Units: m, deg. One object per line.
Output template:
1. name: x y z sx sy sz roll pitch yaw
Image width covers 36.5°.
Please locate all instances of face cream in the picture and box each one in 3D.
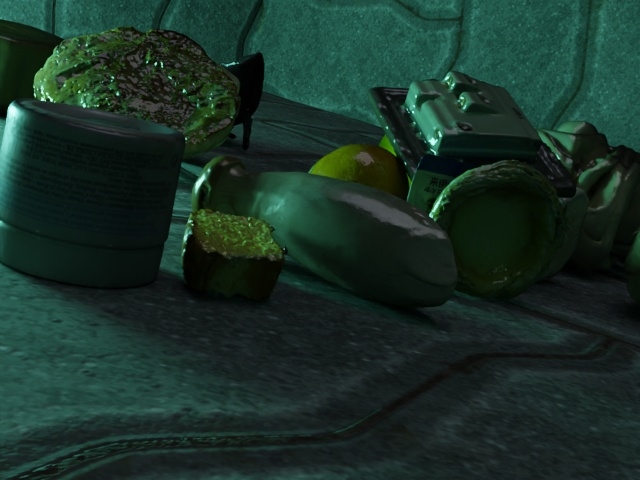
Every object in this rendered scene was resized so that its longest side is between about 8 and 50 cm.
1. face cream: -0.233 -0.051 0.969 0.177 0.153 0.177 14 10 -3

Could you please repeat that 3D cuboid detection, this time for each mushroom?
1. mushroom: 0.005 -0.014 1.147 0.350 0.128 0.128 17 11 22

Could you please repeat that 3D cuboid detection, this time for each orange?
1. orange: 0.054 -0.059 1.376 0.159 0.159 0.136 1 51 -48

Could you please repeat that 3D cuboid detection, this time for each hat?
1. hat: -0.262 -0.282 2.126 0.336 0.209 0.238 -18 8 -36

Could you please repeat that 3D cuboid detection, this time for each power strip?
1. power strip: 0.222 -0.165 1.408 0.251 0.092 0.257 6 37 -24

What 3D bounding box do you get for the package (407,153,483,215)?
1. package: 0.182 -0.028 1.315 0.171 0.173 0.027 10 29 -20

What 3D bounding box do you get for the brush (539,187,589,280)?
1. brush: 0.259 -0.028 1.450 0.266 0.174 0.166 -8 33 -42

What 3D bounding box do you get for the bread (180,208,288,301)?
1. bread: -0.097 0.015 1.039 0.103 0.065 0.187 12 10 -17

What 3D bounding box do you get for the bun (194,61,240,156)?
1. bun: -0.261 -0.261 1.771 0.231 0.231 0.133 19 -22 22

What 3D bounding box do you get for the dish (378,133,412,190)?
1. dish: 0.154 -0.092 1.663 0.108 0.221 0.262 -25 17 10

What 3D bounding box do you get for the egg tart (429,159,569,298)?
1. egg tart: 0.221 -0.019 1.268 0.197 0.197 0.078 10 14 -21

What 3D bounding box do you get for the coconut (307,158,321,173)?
1. coconut: 0.013 -0.095 1.671 0.082 0.081 0.083 23 45 -7

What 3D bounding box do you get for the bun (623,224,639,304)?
1. bun: 0.546 0.059 1.391 0.244 0.153 0.244 21 -8 3

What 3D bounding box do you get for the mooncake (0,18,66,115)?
1. mooncake: -0.623 -0.329 1.814 0.290 0.161 0.290 14 13 -3

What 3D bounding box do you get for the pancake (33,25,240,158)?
1. pancake: -0.307 -0.244 1.616 0.356 0.065 0.356 6 47 -6

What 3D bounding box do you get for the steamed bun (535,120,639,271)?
1. steamed bun: 0.434 -0.091 1.730 0.352 0.247 0.339 24 16 23
